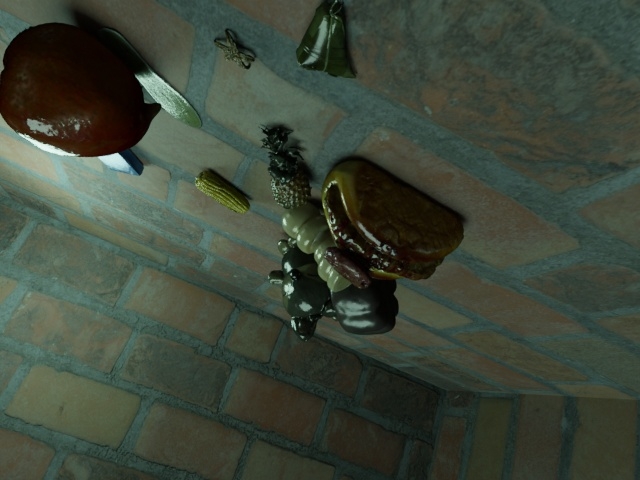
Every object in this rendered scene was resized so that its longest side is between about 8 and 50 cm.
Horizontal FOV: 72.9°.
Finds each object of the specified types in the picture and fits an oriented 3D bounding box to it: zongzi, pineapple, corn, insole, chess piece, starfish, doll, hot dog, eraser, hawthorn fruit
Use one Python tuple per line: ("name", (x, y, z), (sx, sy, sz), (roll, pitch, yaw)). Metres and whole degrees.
("zongzi", (0.042, -0.357, 0.756), (0.131, 0.062, 0.154), (8, 147, -26))
("pineapple", (-0.090, -0.193, 1.144), (0.125, 0.125, 0.251), (11, 145, 21))
("corn", (-0.323, -0.157, 1.436), (0.203, 0.071, 0.072), (35, 153, -32))
("insole", (-0.413, -0.391, 1.081), (0.109, 0.007, 0.322), (4, 152, 33))
("chess piece", (0.000, 0.000, 1.315), (0.300, 0.167, 0.167), (44, 165, 24))
("starfish", (-0.177, -0.384, 0.877), (0.091, 0.028, 0.078), (27, 159, -2))
("doll", (0.006, 0.178, 1.609), (0.379, 0.382, 0.252), (22, 127, -40))
("hot dog", (0.171, -0.022, 1.137), (0.406, 0.223, 0.185), (28, 158, -15))
("eraser", (-0.719, -0.328, 1.417), (0.144, 0.042, 0.311), (13, 155, 19))
("hawthorn fruit", (-0.564, -0.324, 1.000), (0.311, 0.295, 0.295), (42, 150, -20))

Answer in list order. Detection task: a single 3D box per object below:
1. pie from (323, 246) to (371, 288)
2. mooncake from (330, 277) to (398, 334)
("pie", (0.070, 0.072, 1.111), (0.154, 0.036, 0.154), (38, 168, 10))
("mooncake", (0.154, 0.164, 1.454), (0.154, 0.305, 0.306), (-10, 144, 27))
